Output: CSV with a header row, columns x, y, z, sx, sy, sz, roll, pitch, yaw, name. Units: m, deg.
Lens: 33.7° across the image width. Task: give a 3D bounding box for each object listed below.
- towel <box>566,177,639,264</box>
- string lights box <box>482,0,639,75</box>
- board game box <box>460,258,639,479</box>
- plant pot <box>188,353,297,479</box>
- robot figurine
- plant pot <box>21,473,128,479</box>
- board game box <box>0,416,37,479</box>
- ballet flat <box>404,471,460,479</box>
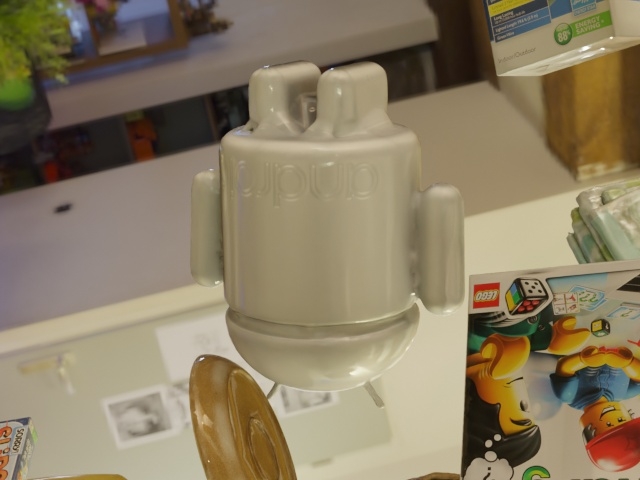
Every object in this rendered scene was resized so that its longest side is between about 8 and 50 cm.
x,y,z,sx,sy,sz,roll,pitch,yaw,name
0.474,0.078,1.141,0.374,0.321,0.090,63,-32,22,towel
0.211,-0.295,0.977,0.133,0.077,0.259,-13,-93,46,string lights box
0.245,0.103,0.691,0.053,0.305,0.192,49,41,-52,board game box
-0.070,0.224,1.099,0.236,0.032,0.236,-22,90,-80,plant pot
0.000,0.000,1.062,0.200,0.300,0.353,-26,118,-60,robot figurine
-0.227,0.348,1.024,0.212,0.187,0.212,27,-64,30,plant pot
-0.406,0.286,1.199,0.201,0.136,0.035,-100,-179,-60,board game box
0.084,0.256,0.825,0.116,0.124,0.342,56,12,4,ballet flat
